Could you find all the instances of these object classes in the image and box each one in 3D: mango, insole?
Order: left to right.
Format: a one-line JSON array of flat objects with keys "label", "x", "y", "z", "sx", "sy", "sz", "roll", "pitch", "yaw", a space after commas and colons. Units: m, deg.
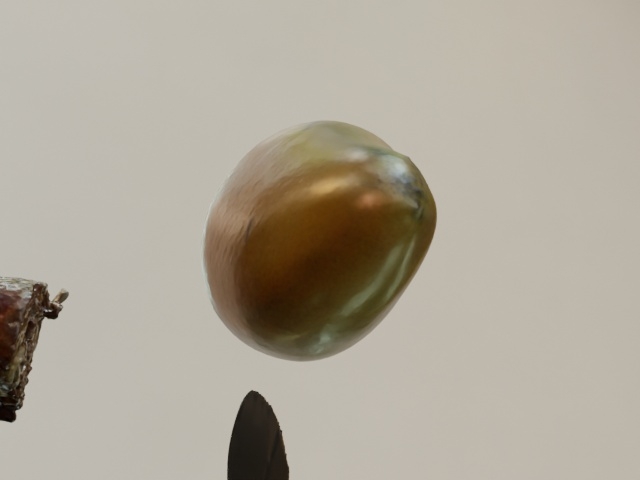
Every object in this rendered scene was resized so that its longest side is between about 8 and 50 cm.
[{"label": "insole", "x": -0.029, "y": 0.181, "z": 0.929, "sx": 0.005, "sy": 0.253, "sz": 0.086, "roll": 7, "pitch": -129, "yaw": 18}, {"label": "mango", "x": 0.000, "y": 0.000, "z": 1.253, "sx": 0.211, "sy": 0.173, "sz": 0.317, "roll": -54, "pitch": -169, "yaw": -8}]

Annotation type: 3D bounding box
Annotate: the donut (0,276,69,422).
[{"label": "donut", "x": -0.236, "y": 0.112, "z": 0.871, "sx": 0.085, "sy": 0.141, "sz": 0.217, "roll": 109, "pitch": -12, "yaw": -72}]
